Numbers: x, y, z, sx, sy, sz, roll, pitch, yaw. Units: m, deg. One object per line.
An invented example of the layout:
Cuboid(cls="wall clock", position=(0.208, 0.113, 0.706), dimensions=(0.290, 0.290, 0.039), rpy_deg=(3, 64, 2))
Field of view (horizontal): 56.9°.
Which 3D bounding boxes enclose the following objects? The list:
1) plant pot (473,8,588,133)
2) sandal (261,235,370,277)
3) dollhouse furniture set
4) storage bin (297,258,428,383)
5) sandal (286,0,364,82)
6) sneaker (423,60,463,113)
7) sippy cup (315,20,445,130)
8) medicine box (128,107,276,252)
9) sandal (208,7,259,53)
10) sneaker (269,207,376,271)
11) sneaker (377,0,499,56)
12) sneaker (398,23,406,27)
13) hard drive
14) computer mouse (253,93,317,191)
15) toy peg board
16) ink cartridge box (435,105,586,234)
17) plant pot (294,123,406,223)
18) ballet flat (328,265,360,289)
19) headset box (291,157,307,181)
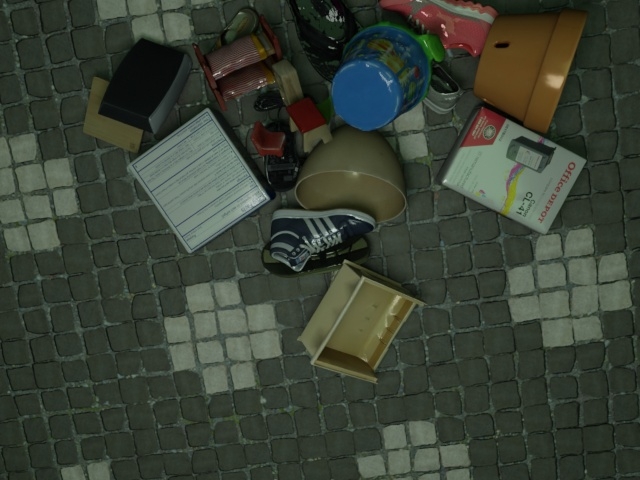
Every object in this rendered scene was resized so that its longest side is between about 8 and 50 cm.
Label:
Cuboid(cls="plant pot", position=(0.505, -0.432, 1.452), dimensions=(0.203, 0.291, 0.291), rpy_deg=(20, 100, 16))
Cuboid(cls="sandal", position=(-0.013, 0.051, 1.628), dimensions=(0.302, 0.086, 0.120), rpy_deg=(-3, 66, 4))
Cuboid(cls="dollhouse furniture set", position=(-0.146, -0.362, 1.432), dimensions=(0.201, 0.152, 0.374), rpy_deg=(-26, 53, -6))
Cuboid(cls="storage bin", position=(0.117, 0.224, 1.588), dimensions=(0.260, 0.123, 0.262), rpy_deg=(24, 100, -33))
Cuboid(cls="sandal", position=(-0.006, -0.589, 1.523), dimensions=(0.167, 0.107, 0.446), rpy_deg=(-31, 97, 8))
Cuboid(cls="sneaker", position=(0.252, -0.445, 1.518), dimensions=(0.281, 0.115, 0.105), rpy_deg=(32, 76, -7))
Cuboid(cls="sippy cup", position=(0.132, -0.375, 1.402), dimensions=(0.240, 0.224, 0.305), rpy_deg=(27, 127, 4))
Cuboid(cls="medicine box", position=(-0.309, -0.160, 1.585), dimensions=(0.263, 0.149, 0.289), rpy_deg=(-33, 96, 7))
Cuboid(cls="sandal", position=(-0.236, -0.518, 1.570), dimensions=(0.090, 0.060, 0.219), rpy_deg=(35, 99, -3))
Cuboid(cls="sneaker", position=(0.000, 0.000, 1.545), dimensions=(0.282, 0.099, 0.153), rpy_deg=(2, 62, 13))
Cuboid(cls="sneaker", position=(0.293, -0.555, 1.511), dimensions=(0.313, 0.116, 0.136), rpy_deg=(14, 101, 1))
Cuboid(cls="sneaker", position=(0.223, -0.534, 1.559), dimensions=(0.032, 0.037, 0.083), rpy_deg=(-33, 72, -21))
Cuboid(cls="hard drive", position=(-0.451, -0.409, 1.533), dimensions=(0.172, 0.054, 0.255), rpy_deg=(20, 63, -2))
Cuboid(cls="computer mouse", position=(-0.079, -0.271, 1.609), dimensions=(0.184, 0.060, 0.262), rpy_deg=(-12, 103, -15))
Cuboid(cls="toy peg board", position=(-0.542, -0.348, 1.615), dimensions=(0.161, 0.079, 0.161), rpy_deg=(22, 115, -1))
Cuboid(cls="ink cartridge box", position=(0.492, -0.184, 1.551), dimensions=(0.306, 0.131, 0.226), rpy_deg=(26, 99, 0))
Cuboid(cls="plant pot", position=(0.085, -0.187, 1.524), dimensions=(0.284, 0.284, 0.191), rpy_deg=(7, 67, 2))
Cuboid(cls="ballet flat", position=(0.059, 0.150, 1.652), dimensions=(0.091, 0.077, 0.241), rpy_deg=(14, 99, 2))
Cuboid(cls="headset box", position=(-0.036, -0.190, 1.591), dimensions=(0.032, 0.083, 0.062), rpy_deg=(24, 108, 28))
